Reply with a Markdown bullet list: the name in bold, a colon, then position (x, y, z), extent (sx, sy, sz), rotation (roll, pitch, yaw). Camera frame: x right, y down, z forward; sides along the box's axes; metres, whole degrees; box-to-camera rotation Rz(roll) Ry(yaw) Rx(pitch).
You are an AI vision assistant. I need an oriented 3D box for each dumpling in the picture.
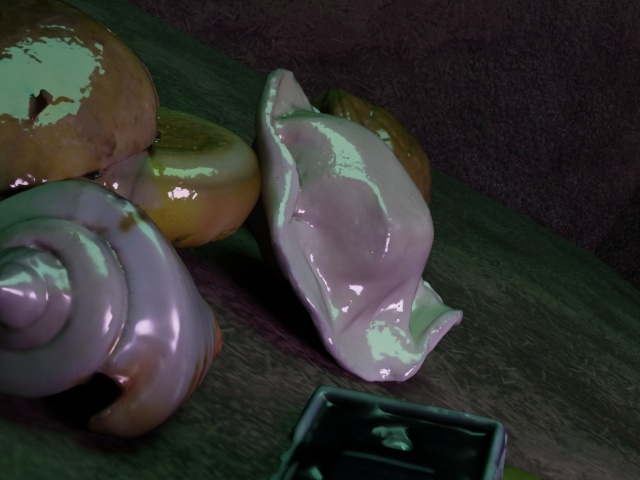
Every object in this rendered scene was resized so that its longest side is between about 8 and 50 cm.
- **dumpling**: position (0.000, 0.000, 0.995), extent (0.318, 0.187, 0.243), rotation (52, 34, -9)

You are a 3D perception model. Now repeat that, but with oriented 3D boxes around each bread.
- **bread**: position (-0.161, -0.056, 0.897), extent (0.213, 0.104, 0.213), rotation (10, 26, -5)

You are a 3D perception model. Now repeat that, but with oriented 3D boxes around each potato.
- **potato**: position (-0.245, -0.127, 0.774), extent (0.239, 0.116, 0.299), rotation (21, 29, 20)

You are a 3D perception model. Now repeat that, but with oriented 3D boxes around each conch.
- **conch**: position (-0.127, 0.030, 0.646), extent (0.158, 0.127, 0.255), rotation (34, 12, 11)

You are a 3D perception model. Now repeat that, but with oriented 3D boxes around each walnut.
- **walnut**: position (0.025, -0.073, 1.234), extent (0.228, 0.228, 0.228), rotation (30, 13, -8)

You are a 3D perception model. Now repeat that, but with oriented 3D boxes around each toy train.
- **toy train**: position (-0.024, 0.189, 0.272), extent (0.087, 0.088, 0.407), rotation (10, 28, 15)

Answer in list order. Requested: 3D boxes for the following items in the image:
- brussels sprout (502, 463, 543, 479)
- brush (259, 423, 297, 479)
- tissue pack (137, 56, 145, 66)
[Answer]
- **brussels sprout**: position (0.073, 0.186, 0.519), extent (0.183, 0.145, 0.131), rotation (31, -18, -24)
- **brush**: position (-0.003, 0.160, 0.683), extent (0.085, 0.020, 0.336), rotation (35, 13, 14)
- **tissue pack**: position (-0.402, -0.227, 0.988), extent (0.288, 0.124, 0.394), rotation (40, 16, 31)
